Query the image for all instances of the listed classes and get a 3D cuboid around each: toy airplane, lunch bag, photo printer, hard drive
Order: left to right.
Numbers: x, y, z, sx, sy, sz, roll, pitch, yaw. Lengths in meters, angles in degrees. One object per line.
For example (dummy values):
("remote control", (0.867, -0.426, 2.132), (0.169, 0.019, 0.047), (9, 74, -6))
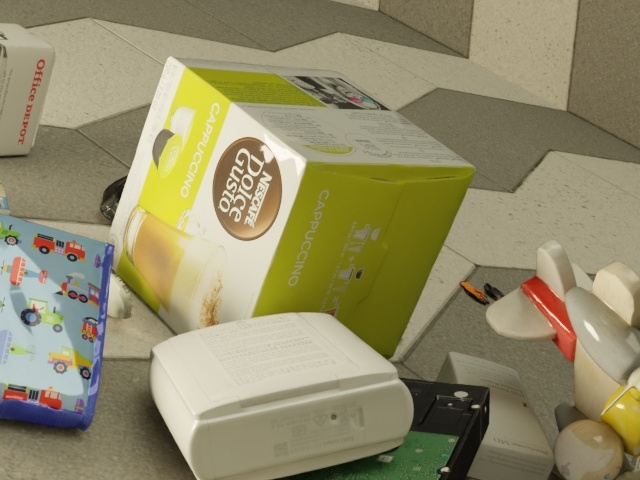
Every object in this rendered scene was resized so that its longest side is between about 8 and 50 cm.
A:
("lunch bag", (-0.372, 0.107, 1.425), (0.221, 0.138, 0.293), (16, 31, -18))
("photo printer", (-0.064, 0.172, 1.410), (0.256, 0.107, 0.307), (-10, 15, -17))
("hard drive", (0.057, 0.252, 1.427), (0.236, 0.064, 0.339), (3, 16, 17))
("toy airplane", (0.369, 0.185, 1.536), (0.386, 0.272, 0.384), (47, -22, -18))

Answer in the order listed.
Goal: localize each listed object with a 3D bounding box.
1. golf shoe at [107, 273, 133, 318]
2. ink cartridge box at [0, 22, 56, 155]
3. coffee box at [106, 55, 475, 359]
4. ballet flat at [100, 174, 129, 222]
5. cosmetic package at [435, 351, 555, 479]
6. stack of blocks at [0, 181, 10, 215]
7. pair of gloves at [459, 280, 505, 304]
("golf shoe", (-0.332, 0.066, 1.639), (0.176, 0.069, 0.086), (31, 44, 30))
("ink cartridge box", (-0.581, -0.241, 1.924), (0.114, 0.198, 0.273), (33, 24, 30))
("coffee box", (-0.050, -0.038, 1.737), (0.338, 0.338, 0.334), (-1, 31, -44))
("ballet flat", (-0.326, -0.068, 1.972), (0.049, 0.057, 0.173), (58, 14, -19))
("cosmetic package", (0.231, 0.254, 1.652), (0.117, 0.085, 0.231), (15, 21, -13))
("stack of blocks", (-0.593, -0.063, 1.647), (0.297, 0.087, 0.171), (9, 25, -27))
("pair of gloves", (0.300, 0.095, 2.179), (0.083, 0.010, 0.074), (7, 25, -33))
